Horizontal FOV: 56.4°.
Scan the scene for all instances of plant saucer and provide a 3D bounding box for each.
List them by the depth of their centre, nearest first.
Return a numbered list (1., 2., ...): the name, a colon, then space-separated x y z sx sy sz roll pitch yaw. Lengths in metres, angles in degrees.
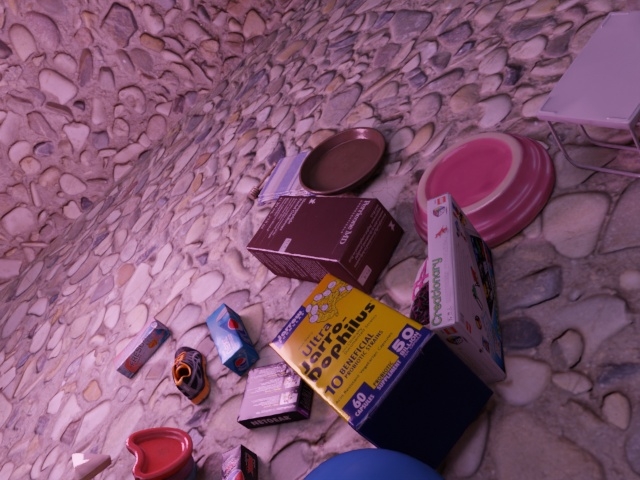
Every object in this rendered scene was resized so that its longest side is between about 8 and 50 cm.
1. plant saucer: 0.344 -0.124 1.332 0.332 0.084 0.332 -27 37 23
2. plant saucer: 0.066 -0.227 1.742 0.277 0.041 0.278 -20 41 19

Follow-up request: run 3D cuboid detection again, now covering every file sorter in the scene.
1. file sorter: 0.598 -0.279 1.148 0.278 0.173 0.193 -51 35 -10

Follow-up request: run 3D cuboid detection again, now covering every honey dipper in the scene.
1. honey dipper: -0.194 -0.210 2.042 0.030 0.030 0.161 7 57 50

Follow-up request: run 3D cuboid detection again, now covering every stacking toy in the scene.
1. stacking toy: -0.384 0.555 1.255 0.279 0.130 0.309 -7 26 -14

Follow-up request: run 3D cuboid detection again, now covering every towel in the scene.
1. towel: -0.061 -0.208 1.897 0.285 0.034 0.209 -6 47 40

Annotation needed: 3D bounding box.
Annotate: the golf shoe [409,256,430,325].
1. golf shoe: 0.229 0.098 1.243 0.186 0.067 0.086 -61 10 -22

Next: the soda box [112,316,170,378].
1. soda box: -0.543 0.325 1.808 0.183 0.058 0.063 -49 34 -5

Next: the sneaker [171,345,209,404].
1. sneaker: -0.353 0.337 1.573 0.084 0.083 0.215 -47 32 -1

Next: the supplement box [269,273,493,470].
1. supplement box: 0.093 0.229 1.087 0.194 0.195 0.356 -50 28 -9

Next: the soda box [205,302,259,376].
1. soda box: -0.231 0.253 1.548 0.071 0.067 0.210 -43 34 2

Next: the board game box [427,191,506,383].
1. board game box: 0.264 0.082 1.094 0.053 0.193 0.305 -22 39 29

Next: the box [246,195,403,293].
1. box: 0.000 0.000 1.515 0.381 0.143 0.191 7 58 48

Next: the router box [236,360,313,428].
1. router box: -0.097 0.339 1.331 0.178 0.046 0.133 -20 41 32

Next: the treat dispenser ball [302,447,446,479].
1. treat dispenser ball: 0.077 0.438 0.822 0.288 0.288 0.288 -28 37 23

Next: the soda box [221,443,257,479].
1. soda box: -0.164 0.506 1.210 0.053 0.060 0.169 -32 35 17
